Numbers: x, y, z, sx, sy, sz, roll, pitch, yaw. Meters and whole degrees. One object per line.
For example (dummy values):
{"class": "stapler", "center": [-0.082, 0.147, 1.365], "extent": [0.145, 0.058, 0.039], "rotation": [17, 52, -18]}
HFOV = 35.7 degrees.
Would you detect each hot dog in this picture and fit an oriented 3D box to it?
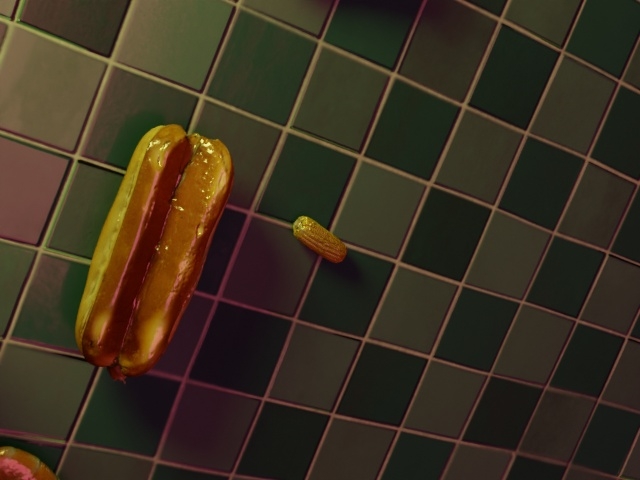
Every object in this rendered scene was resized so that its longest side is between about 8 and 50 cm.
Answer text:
{"class": "hot dog", "center": [-0.214, 0.021, 1.242], "extent": [0.135, 0.100, 0.337], "rotation": [18, 98, -21]}

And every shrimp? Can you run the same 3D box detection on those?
{"class": "shrimp", "center": [-0.384, 0.365, 1.300], "extent": [0.150, 0.068, 0.248], "rotation": [-41, 115, 6]}

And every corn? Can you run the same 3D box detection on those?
{"class": "corn", "center": [0.000, 0.000, 1.374], "extent": [0.092, 0.037, 0.037], "rotation": [35, 90, -34]}
